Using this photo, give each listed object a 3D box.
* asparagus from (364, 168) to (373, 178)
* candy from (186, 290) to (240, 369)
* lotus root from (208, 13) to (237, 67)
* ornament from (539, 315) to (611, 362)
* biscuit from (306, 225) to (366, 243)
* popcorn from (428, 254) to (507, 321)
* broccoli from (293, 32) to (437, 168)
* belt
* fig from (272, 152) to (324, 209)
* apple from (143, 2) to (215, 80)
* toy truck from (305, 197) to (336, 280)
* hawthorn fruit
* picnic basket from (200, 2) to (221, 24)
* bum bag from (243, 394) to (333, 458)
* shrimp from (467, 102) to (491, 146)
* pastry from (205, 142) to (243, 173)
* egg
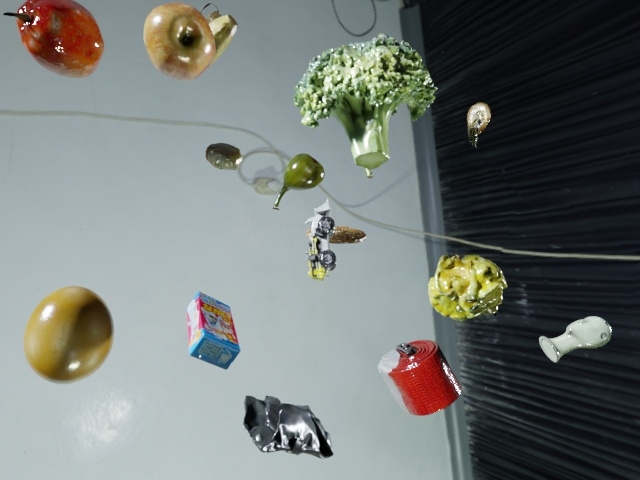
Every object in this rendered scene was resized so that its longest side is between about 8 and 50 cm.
[{"bbox_3d":[0.131,-0.322,1.544,0.024,0.025,0.249,-14,67,-13],"label":"asparagus"},{"bbox_3d":[-0.400,0.324,1.623,0.157,0.306,0.100,32,99,-27],"label":"candy"},{"bbox_3d":[-0.374,-0.636,1.454,0.258,0.097,0.110,-37,62,6],"label":"lotus root"},{"bbox_3d":[0.612,0.230,1.051,0.156,0.075,0.081,-20,107,-1],"label":"ornament"},{"bbox_3d":[0.078,-0.034,2.160,0.304,0.305,0.038,-5,105,-28],"label":"biscuit"},{"bbox_3d":[0.414,0.136,1.254,0.189,0.217,0.170,50,20,-51],"label":"popcorn"},{"bbox_3d":[0.091,-0.304,0.916,0.235,0.287,0.260,59,26,-43],"label":"broccoli"},{"bbox_3d":[0.200,0.273,0.924,0.127,0.201,0.124,-27,86,-9],"label":"belt"},{"bbox_3d":[-0.105,-0.235,1.797,0.151,0.151,0.259,39,108,-21],"label":"fig"},{"bbox_3d":[-0.288,-0.408,0.905,0.146,0.131,0.147,-7,108,-24],"label":"apple"},{"bbox_3d":[0.000,0.000,1.559,0.111,0.136,0.286,-2,78,0],"label":"toy truck"},{"bbox_3d":[-0.888,-0.681,1.457,0.300,0.253,0.255,-14,94,-60],"label":"hawthorn fruit"},{"bbox_3d":[-0.421,-0.869,1.703,0.072,0.072,0.083,-40,102,-24],"label":"picnic basket"},{"bbox_3d":[-0.071,0.430,1.016,0.074,0.137,0.310,-38,139,11],"label":"bum bag"},{"bbox_3d":[0.382,-0.282,1.063,0.023,0.059,0.109,12,75,-45],"label":"shrimp"},{"bbox_3d":[-0.385,-0.338,1.766,0.153,0.081,0.153,17,39,-15],"label":"pastry"},{"bbox_3d":[-0.888,0.334,1.569,0.282,0.282,0.352,1,107,-28],"label":"egg"}]
